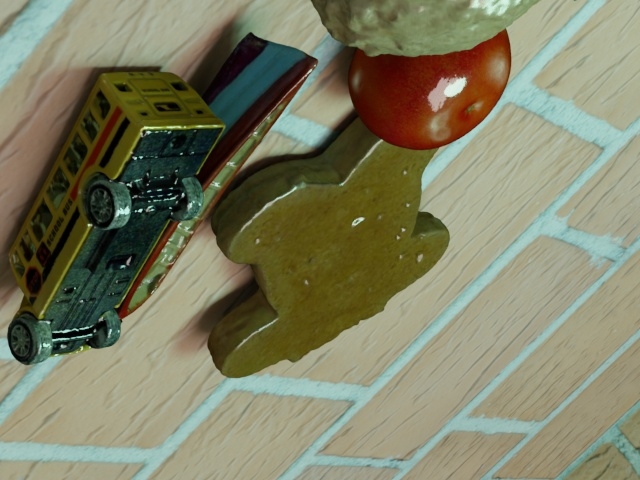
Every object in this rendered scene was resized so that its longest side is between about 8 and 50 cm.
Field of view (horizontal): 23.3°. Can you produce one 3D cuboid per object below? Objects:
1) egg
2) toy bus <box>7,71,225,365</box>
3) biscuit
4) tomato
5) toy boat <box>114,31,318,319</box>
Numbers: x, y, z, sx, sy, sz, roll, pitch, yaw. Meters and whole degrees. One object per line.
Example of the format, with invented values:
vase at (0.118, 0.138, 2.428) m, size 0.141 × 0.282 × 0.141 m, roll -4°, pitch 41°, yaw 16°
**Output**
egg at (0.108, -0.304, 1.397) m, size 0.310 × 0.279 × 0.279 m, roll -42°, pitch 155°, yaw -11°
toy bus at (-0.226, -0.017, 1.579) m, size 0.121 × 0.123 × 0.335 m, roll -9°, pitch 142°, yaw -46°
biscuit at (0.000, 0.000, 1.956) m, size 0.368 × 0.076 × 0.394 m, roll -31°, pitch 150°, yaw -15°
tomato at (0.127, -0.189, 1.731) m, size 0.195 × 0.136 × 0.195 m, roll -29°, pitch 152°, yaw -18°
toy boat at (-0.129, -0.067, 1.644) m, size 0.392 × 0.079 × 0.136 m, roll -54°, pitch 175°, yaw 33°
